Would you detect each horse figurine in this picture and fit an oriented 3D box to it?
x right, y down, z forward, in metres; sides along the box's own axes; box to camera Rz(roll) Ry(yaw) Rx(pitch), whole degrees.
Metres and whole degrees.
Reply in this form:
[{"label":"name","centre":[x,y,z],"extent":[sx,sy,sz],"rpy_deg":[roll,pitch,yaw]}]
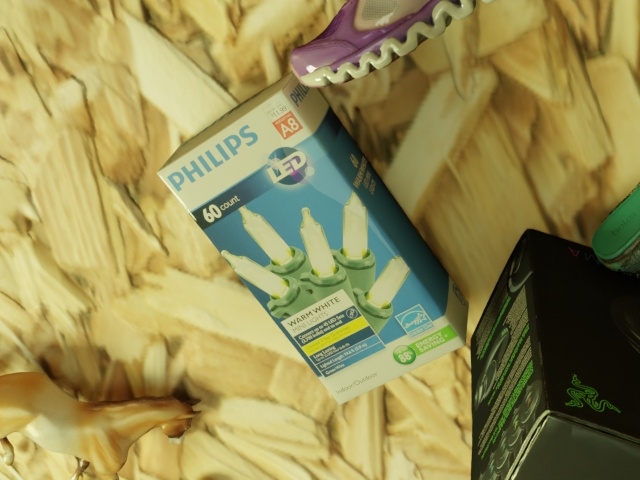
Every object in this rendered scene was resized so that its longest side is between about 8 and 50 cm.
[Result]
[{"label":"horse figurine","centre":[-0.270,0.192,0.935],"extent":[0.263,0.066,0.174],"rpy_deg":[22,123,-4]}]

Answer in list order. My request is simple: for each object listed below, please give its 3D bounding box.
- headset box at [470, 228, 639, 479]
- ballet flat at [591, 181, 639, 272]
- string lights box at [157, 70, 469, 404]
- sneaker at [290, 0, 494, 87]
[{"label":"headset box","centre":[0.248,0.142,0.700],"extent":[0.246,0.283,0.131],"rpy_deg":[20,118,0]},{"label":"ballet flat","centre":[0.295,-0.046,0.732],"extent":[0.070,0.070,0.188],"rpy_deg":[36,118,-9]},{"label":"string lights box","centre":[0.000,0.000,0.787],"extent":[0.133,0.077,0.259],"rpy_deg":[-30,108,23]},{"label":"sneaker","centre":[0.070,-0.199,0.675],"extent":[0.236,0.095,0.104],"rpy_deg":[-31,101,17]}]
